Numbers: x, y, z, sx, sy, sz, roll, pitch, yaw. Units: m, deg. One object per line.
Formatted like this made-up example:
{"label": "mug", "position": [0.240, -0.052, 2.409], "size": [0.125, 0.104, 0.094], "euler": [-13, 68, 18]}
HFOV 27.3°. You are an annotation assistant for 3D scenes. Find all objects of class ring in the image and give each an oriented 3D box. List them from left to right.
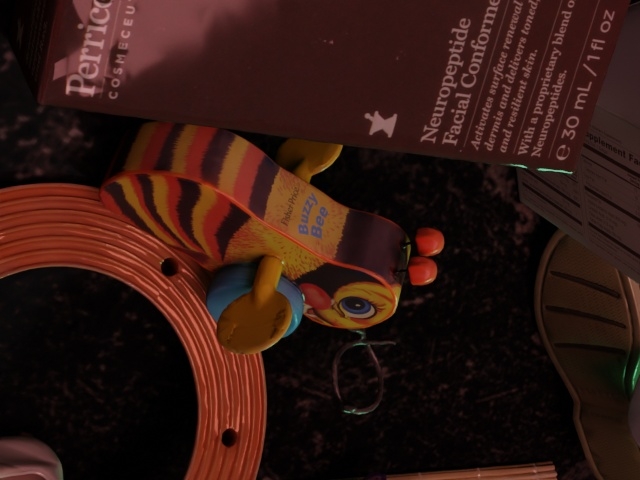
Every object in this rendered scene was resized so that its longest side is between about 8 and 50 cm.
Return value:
{"label": "ring", "position": [-0.188, 0.127, 0.926], "size": [0.336, 0.032, 0.336], "euler": [0, 90, -32]}

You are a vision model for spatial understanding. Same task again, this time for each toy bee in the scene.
{"label": "toy bee", "position": [0.000, 0.000, 0.946], "size": [0.298, 0.162, 0.195], "euler": [20, 60, -43]}

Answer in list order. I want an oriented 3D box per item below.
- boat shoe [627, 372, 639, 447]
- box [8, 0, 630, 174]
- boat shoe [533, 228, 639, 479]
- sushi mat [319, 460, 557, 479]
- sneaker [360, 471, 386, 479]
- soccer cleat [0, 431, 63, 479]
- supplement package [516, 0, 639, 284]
{"label": "boat shoe", "position": [0.336, 0.067, 1.108], "size": [0.084, 0.095, 0.258], "euler": [30, 87, -49]}
{"label": "box", "position": [0.008, -0.171, 0.855], "size": [0.381, 0.143, 0.191], "euler": [5, 113, -22]}
{"label": "boat shoe", "position": [0.274, 0.091, 1.186], "size": [0.103, 0.113, 0.302], "euler": [-38, 127, -33]}
{"label": "sushi mat", "position": [0.072, 0.280, 1.215], "size": [0.316, 0.019, 0.151], "euler": [1, 115, -29]}
{"label": "sneaker", "position": [0.081, 0.284, 1.157], "size": [0.104, 0.095, 0.236], "euler": [-48, 126, -9]}
{"label": "soccer cleat", "position": [-0.278, 0.177, 0.936], "size": [0.196, 0.076, 0.068], "euler": [-4, 116, -26]}
{"label": "supplement package", "position": [0.313, -0.099, 1.039], "size": [0.262, 0.204, 0.145], "euler": [-23, 123, -16]}
